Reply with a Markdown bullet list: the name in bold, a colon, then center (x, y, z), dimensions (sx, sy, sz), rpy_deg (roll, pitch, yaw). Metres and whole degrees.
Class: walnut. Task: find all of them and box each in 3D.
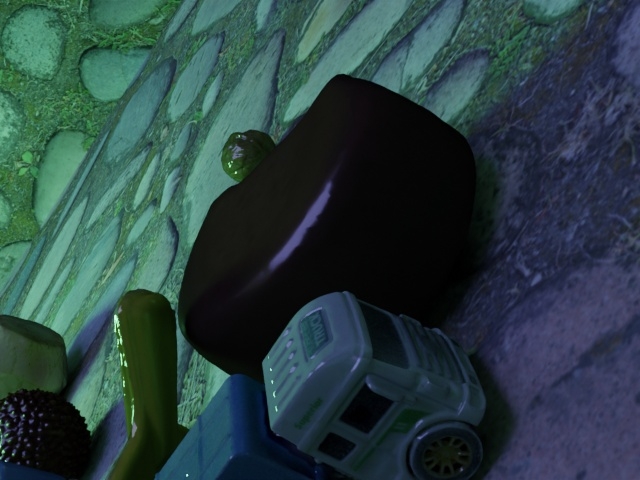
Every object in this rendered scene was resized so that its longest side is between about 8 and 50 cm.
- **walnut**: center (-0.111, -0.130, 1.573), dimensions (0.092, 0.092, 0.092), rpy_deg (-48, 25, 31)

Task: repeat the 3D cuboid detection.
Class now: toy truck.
- **toy truck**: center (-0.028, 0.215, 0.837), dimensions (0.367, 0.175, 0.146), rpy_deg (-54, 20, 14)

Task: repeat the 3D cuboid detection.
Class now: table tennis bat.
- **table tennis bat**: center (-0.157, 0.229, 0.993), dimensions (0.224, 0.054, 0.368), rpy_deg (-14, -79, -69)

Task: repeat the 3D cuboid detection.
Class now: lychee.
- **lychee**: center (-0.454, 0.327, 1.645), dimensions (0.188, 0.188, 0.188), rpy_deg (-48, 25, 31)

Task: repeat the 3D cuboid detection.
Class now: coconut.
- **coconut**: center (-0.630, 0.273, 2.026), dimensions (0.259, 0.259, 0.259), rpy_deg (-48, 25, 31)

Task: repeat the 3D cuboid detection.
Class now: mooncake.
- **mooncake**: center (0.000, 0.000, 1.035), dimensions (0.325, 0.174, 0.334), rpy_deg (-58, 19, 3)

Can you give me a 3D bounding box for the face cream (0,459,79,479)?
- **face cream**: center (-0.292, 0.388, 1.127), dimensions (0.249, 0.225, 0.249), rpy_deg (-49, 29, 40)
